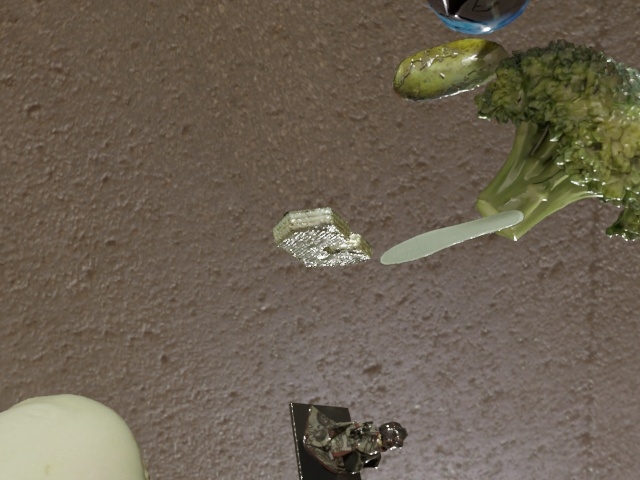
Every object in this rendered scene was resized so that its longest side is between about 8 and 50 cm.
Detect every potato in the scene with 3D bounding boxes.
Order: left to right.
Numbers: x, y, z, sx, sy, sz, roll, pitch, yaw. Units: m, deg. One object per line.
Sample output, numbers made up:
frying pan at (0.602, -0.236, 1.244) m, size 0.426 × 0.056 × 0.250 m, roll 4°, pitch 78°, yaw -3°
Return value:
potato at (0.207, -0.293, 1.006) m, size 0.198 × 0.119 × 0.054 m, roll 5°, pitch 148°, yaw 35°

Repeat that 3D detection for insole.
insole at (0.134, -0.003, 0.621) m, size 0.153 × 0.053 × 0.002 m, roll -17°, pitch 113°, yaw 13°

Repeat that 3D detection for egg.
egg at (-0.317, 0.274, 0.593) m, size 0.265 × 0.286 × 0.174 m, roll -10°, pitch 144°, yaw 14°

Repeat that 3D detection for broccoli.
broccoli at (0.328, -0.124, 0.759) m, size 0.260 × 0.288 × 0.235 m, roll -28°, pitch 145°, yaw -25°

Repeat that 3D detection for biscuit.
biscuit at (0.000, 0.000, 1.142) m, size 0.148 × 0.046 × 0.250 m, roll -6°, pitch 161°, yaw 19°

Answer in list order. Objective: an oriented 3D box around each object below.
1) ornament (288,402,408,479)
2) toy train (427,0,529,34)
ornament at (0.075, 0.350, 1.094) m, size 0.166 × 0.153 × 0.196 m, roll 17°, pitch 142°, yaw -39°
toy train at (0.141, -0.366, 0.558) m, size 0.300 × 0.265 × 0.188 m, roll -41°, pitch 162°, yaw 7°
